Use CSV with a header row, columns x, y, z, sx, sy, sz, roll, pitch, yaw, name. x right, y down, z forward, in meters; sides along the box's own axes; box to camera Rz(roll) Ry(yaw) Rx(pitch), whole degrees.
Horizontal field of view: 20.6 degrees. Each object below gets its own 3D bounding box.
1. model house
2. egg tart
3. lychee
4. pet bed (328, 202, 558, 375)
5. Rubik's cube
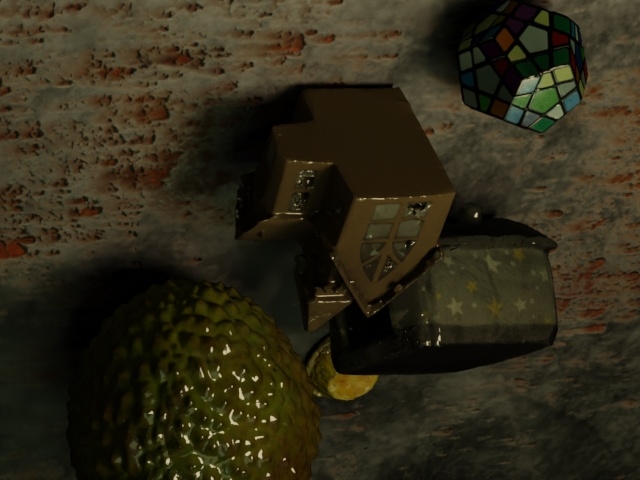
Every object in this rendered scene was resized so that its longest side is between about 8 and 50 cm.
x,y,z,sx,sy,sz,roll,pitch,yaw,name
0.000,0.000,1.680,0.176,0.181,0.248,-1,131,-23,model house
0.031,0.143,1.942,0.105,0.039,0.105,-12,135,-12,egg tart
-0.125,0.185,1.749,0.270,0.270,0.320,-5,149,-21,lychee
0.120,0.045,1.793,0.211,0.159,0.183,2,165,-37,pet bed
0.190,-0.164,1.655,0.112,0.133,0.133,-5,141,18,Rubik's cube
